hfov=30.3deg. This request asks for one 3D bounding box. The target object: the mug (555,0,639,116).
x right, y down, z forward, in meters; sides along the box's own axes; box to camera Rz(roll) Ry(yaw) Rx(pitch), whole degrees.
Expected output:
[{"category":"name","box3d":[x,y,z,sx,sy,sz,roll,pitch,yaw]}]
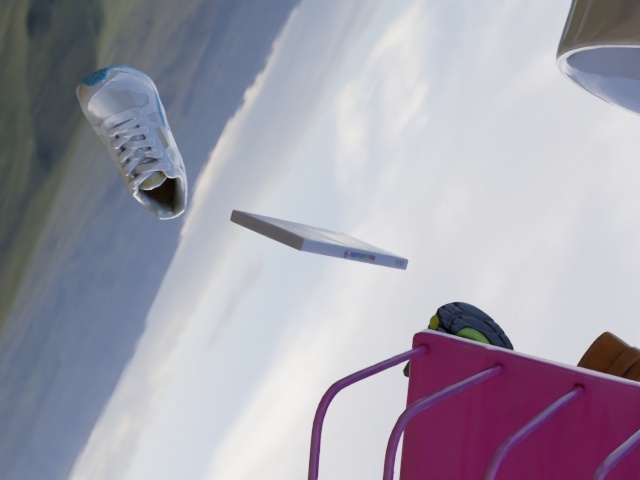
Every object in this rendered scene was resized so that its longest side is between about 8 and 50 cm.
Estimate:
[{"category":"mug","box3d":[0.367,-0.225,0.777,0.276,0.374,0.328,15,-91,61]}]

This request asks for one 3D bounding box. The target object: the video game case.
[{"category":"video game case","box3d":[0.000,0.000,0.935,0.087,0.122,0.011,22,-82,44]}]

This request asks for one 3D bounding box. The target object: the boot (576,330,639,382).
[{"category":"boot","box3d":[0.378,0.164,1.234,0.220,0.109,0.283,53,-53,42]}]

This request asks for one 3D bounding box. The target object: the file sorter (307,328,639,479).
[{"category":"file sorter","box3d":[0.148,0.209,0.848,0.182,0.290,0.202,-14,112,-55]}]

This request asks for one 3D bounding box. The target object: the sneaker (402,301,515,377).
[{"category":"sneaker","box3d":[0.184,0.217,1.251,0.121,0.111,0.300,-52,-125,51]}]

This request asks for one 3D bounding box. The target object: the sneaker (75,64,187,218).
[{"category":"sneaker","box3d":[-0.210,-0.115,1.381,0.229,0.087,0.092,61,5,-55]}]
